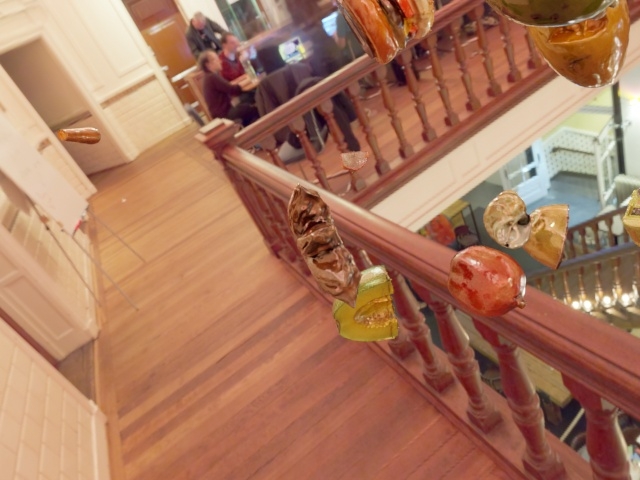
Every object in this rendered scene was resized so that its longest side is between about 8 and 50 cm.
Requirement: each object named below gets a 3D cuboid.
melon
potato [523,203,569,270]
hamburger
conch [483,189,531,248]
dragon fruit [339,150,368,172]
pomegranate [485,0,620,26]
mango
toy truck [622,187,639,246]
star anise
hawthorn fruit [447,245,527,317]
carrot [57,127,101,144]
[{"bbox_3d":[0.109,0.164,1.248,0.169,0.265,0.129,-16,46,-1],"label":"melon"},{"bbox_3d":[0.631,-0.014,1.320,0.117,0.182,0.202,13,60,18],"label":"potato"},{"bbox_3d":[0.208,-0.770,1.503,0.250,0.330,0.330,-33,28,12],"label":"hamburger"},{"bbox_3d":[0.494,-0.059,1.233,0.116,0.173,0.106,-10,-11,2],"label":"conch"},{"bbox_3d":[0.098,-0.229,1.354,0.083,0.060,0.056,-7,-1,-1],"label":"dragon fruit"},{"bbox_3d":[0.282,-0.338,0.536,0.202,0.247,0.202,-10,75,41],"label":"pomegranate"},{"bbox_3d":[0.582,-0.474,1.025,0.182,0.364,0.253,-30,52,36],"label":"mango"},{"bbox_3d":[0.588,-0.022,0.732,0.116,0.085,0.191,-53,29,-14],"label":"toy truck"},{"bbox_3d":[0.008,0.014,1.054,0.108,0.315,0.315,-30,29,0],"label":"star anise"},{"bbox_3d":[0.393,0.096,1.064,0.169,0.169,0.188,-40,35,-20],"label":"hawthorn fruit"},{"bbox_3d":[-0.761,-0.330,1.460,0.055,0.055,0.161,-18,8,16],"label":"carrot"}]
